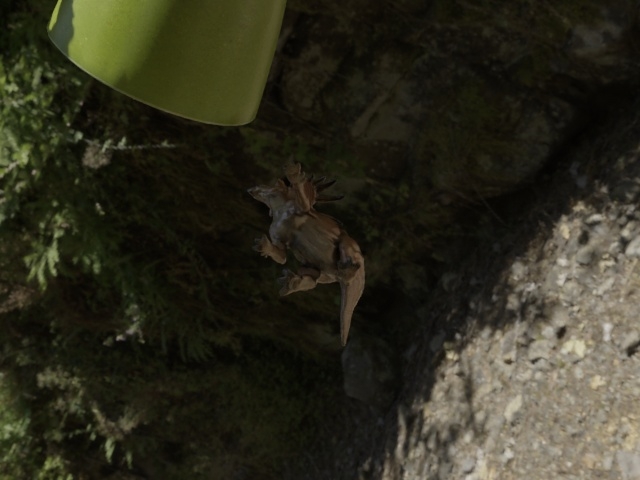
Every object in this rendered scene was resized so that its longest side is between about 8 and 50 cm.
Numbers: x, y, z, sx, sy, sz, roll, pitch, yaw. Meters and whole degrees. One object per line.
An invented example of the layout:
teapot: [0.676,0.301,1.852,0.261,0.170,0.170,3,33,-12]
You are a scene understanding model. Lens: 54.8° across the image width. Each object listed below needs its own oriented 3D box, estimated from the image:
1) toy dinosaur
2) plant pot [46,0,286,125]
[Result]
toy dinosaur: [0.000,0.000,0.920,0.127,0.296,0.200,-37,-10,15]
plant pot: [-0.145,-0.336,0.739,0.294,0.274,0.275,-61,11,25]
